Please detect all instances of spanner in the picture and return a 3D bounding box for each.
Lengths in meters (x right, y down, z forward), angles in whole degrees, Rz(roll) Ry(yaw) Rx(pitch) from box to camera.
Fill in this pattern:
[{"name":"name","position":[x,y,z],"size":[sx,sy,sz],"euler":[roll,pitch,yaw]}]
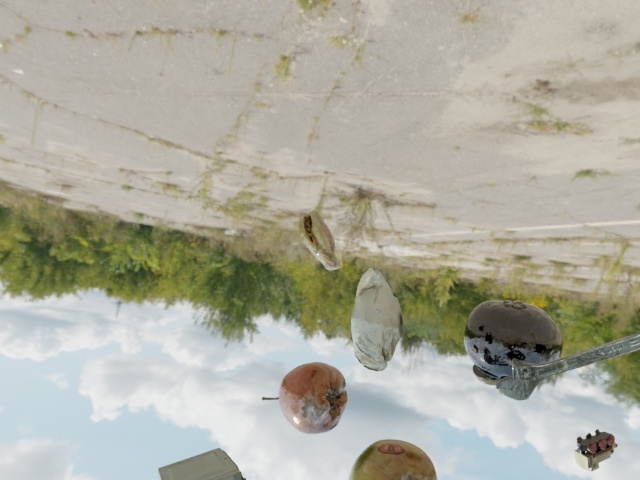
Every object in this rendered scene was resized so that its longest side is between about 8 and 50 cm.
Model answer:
[{"name":"spanner","position":[0.516,0.256,0.875],"size":[0.326,0.093,0.026],"euler":[-31,176,29]}]

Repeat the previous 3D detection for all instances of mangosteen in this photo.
[{"name":"mangosteen","position":[0.575,0.334,1.283],"size":[0.275,0.301,0.275],"euler":[2,-168,0]}]

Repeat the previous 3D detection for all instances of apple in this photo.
[{"name":"apple","position":[0.195,0.670,1.146],"size":[0.261,0.260,0.194],"euler":[12,157,-22]}]

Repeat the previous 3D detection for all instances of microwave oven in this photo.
[{"name":"microwave oven","position":[-0.255,0.676,0.980],"size":[0.181,0.294,0.237],"euler":[-8,174,-26]}]

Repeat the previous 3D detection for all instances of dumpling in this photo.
[{"name":"dumpling","position":[0.124,0.190,1.041],"size":[0.142,0.246,0.173],"euler":[10,167,-29]}]

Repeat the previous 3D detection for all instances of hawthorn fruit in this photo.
[{"name":"hawthorn fruit","position":[-0.027,0.520,1.439],"size":[0.235,0.231,0.263],"euler":[11,-169,-27]}]

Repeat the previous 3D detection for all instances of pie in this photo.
[{"name":"pie","position":[0.000,0.000,1.354],"size":[0.084,0.205,0.178],"euler":[-27,131,8]}]

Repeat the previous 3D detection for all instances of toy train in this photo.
[{"name":"toy train","position":[0.806,0.610,1.234],"size":[0.138,0.086,0.050],"euler":[-9,-176,-20]}]
